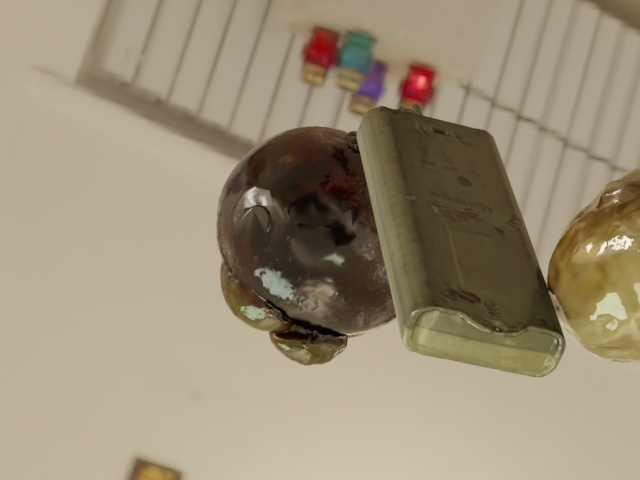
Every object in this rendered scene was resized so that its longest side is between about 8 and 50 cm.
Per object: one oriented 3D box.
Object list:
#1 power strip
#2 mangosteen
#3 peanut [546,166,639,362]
[{"bbox_3d":[0.076,-0.015,0.959,0.092,0.034,0.268,12,-148,-14],"label":"power strip"},{"bbox_3d":[0.000,0.000,1.401,0.210,0.209,0.210,16,167,4],"label":"mangosteen"},{"bbox_3d":[0.200,0.010,0.915,0.141,0.109,0.159,-16,-179,37],"label":"peanut"}]
